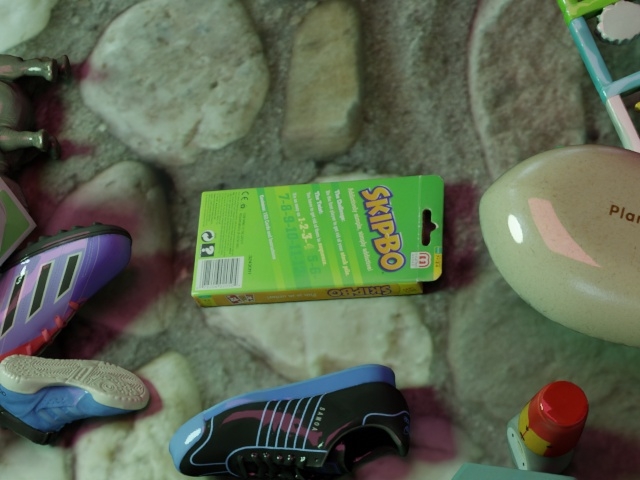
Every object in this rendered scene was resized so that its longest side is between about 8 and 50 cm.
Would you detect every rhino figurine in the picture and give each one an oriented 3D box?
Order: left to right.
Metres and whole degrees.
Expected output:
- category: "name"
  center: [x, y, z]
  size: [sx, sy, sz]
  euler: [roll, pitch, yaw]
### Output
- category: "rhino figurine"
  center: [-0.345, -0.106, 1.871]
  size: [0.106, 0.073, 0.243]
  euler: [-2, 62, 10]

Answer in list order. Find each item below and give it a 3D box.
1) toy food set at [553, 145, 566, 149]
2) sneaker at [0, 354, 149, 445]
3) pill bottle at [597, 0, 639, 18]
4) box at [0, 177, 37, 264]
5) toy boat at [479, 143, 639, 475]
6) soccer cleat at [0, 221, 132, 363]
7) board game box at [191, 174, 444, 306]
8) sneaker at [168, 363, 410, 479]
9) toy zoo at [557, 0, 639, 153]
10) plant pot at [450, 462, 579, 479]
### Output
- category: "toy food set"
  center: [0.246, -0.054, 1.702]
  size: [0.082, 0.020, 0.083]
  euler: [29, 73, 28]
- category: "sneaker"
  center: [-0.253, 0.167, 1.703]
  size: [0.152, 0.084, 0.058]
  euler: [8, 33, -17]
- category: "pill bottle"
  center: [0.339, -0.303, 1.779]
  size: [0.087, 0.087, 0.160]
  euler: [13, 65, 22]
- category: "box"
  center: [-0.459, 0.027, 1.709]
  size: [0.231, 0.127, 0.262]
  euler: [-1, 41, 46]
- category: "toy boat"
  center: [0.249, 0.065, 1.564]
  size: [0.267, 0.148, 0.318]
  euler: [23, 66, 6]
- category: "soccer cleat"
  center: [-0.319, 0.097, 1.732]
  size: [0.318, 0.108, 0.116]
  euler: [-30, 63, 2]
- category: "board game box"
  center: [0.000, 0.000, 1.733]
  size: [0.259, 0.039, 0.124]
  euler: [-5, 61, 16]
- category: "sneaker"
  center: [-0.028, 0.191, 1.604]
  size: [0.232, 0.081, 0.090]
  euler: [-19, 51, 3]
- category: "toy zoo"
  center: [0.366, -0.182, 1.686]
  size: [0.192, 0.030, 0.293]
  euler: [-23, 78, -2]
- category: "plant pot"
  center: [0.154, 0.320, 1.439]
  size: [0.165, 0.166, 0.234]
  euler: [6, 55, 19]
